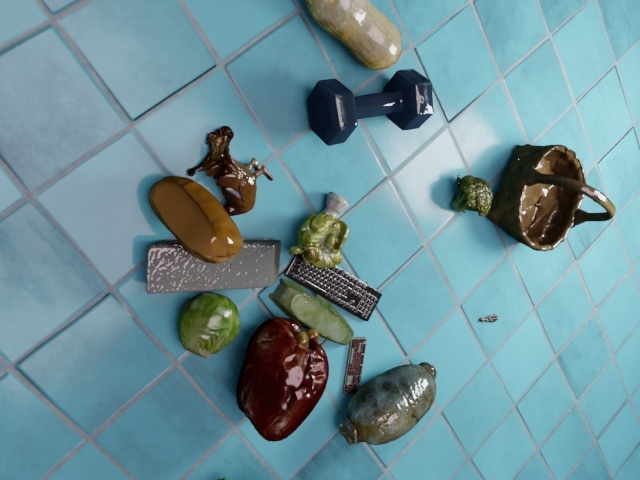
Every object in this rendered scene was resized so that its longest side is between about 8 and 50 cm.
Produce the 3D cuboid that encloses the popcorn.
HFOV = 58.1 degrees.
[{"bbox_3d":[0.000,0.000,1.450,0.162,0.136,0.141,-35,140,10],"label":"popcorn"}]

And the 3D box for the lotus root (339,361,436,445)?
[{"bbox_3d":[0.213,0.453,1.635,0.349,0.175,0.175,-30,113,-28],"label":"lotus root"}]

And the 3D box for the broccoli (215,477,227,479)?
[{"bbox_3d":[-0.200,0.734,1.404,0.288,0.235,0.260,-29,111,-18],"label":"broccoli"}]

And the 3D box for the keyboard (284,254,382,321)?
[{"bbox_3d":[0.042,0.118,1.560,0.309,0.018,0.101,33,82,-30],"label":"keyboard"}]

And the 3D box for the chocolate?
[{"bbox_3d":[0.082,-0.535,1.404,0.309,0.134,0.134,31,83,-34],"label":"chocolate"}]

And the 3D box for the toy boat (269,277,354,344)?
[{"bbox_3d":[-0.005,0.201,1.526,0.293,0.055,0.093,38,82,-30],"label":"toy boat"}]

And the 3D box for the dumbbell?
[{"bbox_3d":[0.130,-0.340,1.454,0.316,0.143,0.157,-15,106,-27],"label":"dumbbell"}]

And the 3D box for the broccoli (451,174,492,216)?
[{"bbox_3d":[0.447,-0.129,1.702,0.120,0.130,0.131,-36,157,24],"label":"broccoli"}]

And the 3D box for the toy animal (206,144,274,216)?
[{"bbox_3d":[-0.207,-0.127,1.324,0.179,0.089,0.188,-41,138,-13],"label":"toy animal"}]

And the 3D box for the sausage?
[{"bbox_3d":[-0.270,-0.049,1.244,0.120,0.136,0.241,-46,76,8],"label":"sausage"}]

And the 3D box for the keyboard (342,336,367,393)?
[{"bbox_3d":[0.100,0.357,1.637,0.055,0.017,0.166,5,97,-32],"label":"keyboard"}]

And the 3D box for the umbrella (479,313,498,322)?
[{"bbox_3d":[0.553,0.257,1.884,0.083,0.020,0.031,-5,141,-29],"label":"umbrella"}]

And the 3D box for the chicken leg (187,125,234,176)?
[{"bbox_3d":[-0.248,-0.201,1.323,0.062,0.037,0.145,28,83,-9],"label":"chicken leg"}]

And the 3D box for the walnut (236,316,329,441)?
[{"bbox_3d":[-0.098,0.336,1.426,0.221,0.244,0.269,30,93,7],"label":"walnut"}]

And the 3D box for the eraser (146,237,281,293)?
[{"bbox_3d":[-0.239,0.054,1.352,0.352,0.077,0.112,-1,102,-31],"label":"eraser"}]

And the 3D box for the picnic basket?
[{"bbox_3d":[0.725,-0.126,1.742,0.292,0.337,0.338,29,84,-31],"label":"picnic basket"}]

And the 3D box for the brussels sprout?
[{"bbox_3d":[-0.260,0.195,1.341,0.155,0.117,0.155,-2,93,-38],"label":"brussels sprout"}]

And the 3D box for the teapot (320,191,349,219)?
[{"bbox_3d":[0.040,-0.084,1.503,0.064,0.064,0.083,-59,152,1],"label":"teapot"}]
